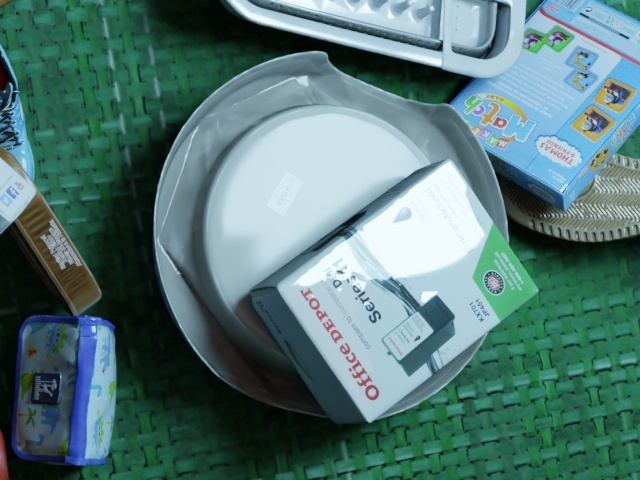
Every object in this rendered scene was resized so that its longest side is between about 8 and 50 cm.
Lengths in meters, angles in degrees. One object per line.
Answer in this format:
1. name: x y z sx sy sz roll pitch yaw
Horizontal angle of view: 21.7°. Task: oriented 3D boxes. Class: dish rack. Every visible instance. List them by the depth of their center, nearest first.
1. dish rack: 0.045 -0.310 1.622 0.332 0.072 0.286 10 76 -26

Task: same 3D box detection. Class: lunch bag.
1. lunch bag: -0.221 0.133 1.462 0.096 0.151 0.129 5 83 -19

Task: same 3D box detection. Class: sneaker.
1. sneaker: -0.297 -0.116 1.503 0.063 0.073 0.162 -19 94 -20
2. sneaker: 0.328 -0.046 1.715 0.282 0.153 0.099 -2 87 11

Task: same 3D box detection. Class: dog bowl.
1. dog bowl: 0.000 0.000 1.581 0.348 0.102 0.349 2 83 -19

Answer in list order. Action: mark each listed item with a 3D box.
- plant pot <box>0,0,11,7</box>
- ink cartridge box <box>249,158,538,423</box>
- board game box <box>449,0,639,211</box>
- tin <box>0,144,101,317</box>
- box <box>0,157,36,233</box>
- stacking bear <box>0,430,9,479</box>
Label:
1. plant pot: -0.351 -0.291 1.410 0.203 0.291 0.291 -44 100 -2
2. ink cartridge box: 0.065 0.048 1.499 0.208 0.087 0.153 -37 96 -18
3. board game box: 0.242 -0.147 1.669 0.160 0.039 0.211 33 70 28
4. tin: -0.252 -0.012 1.467 0.040 0.106 0.190 -39 129 -15
5. box: -0.424 -0.074 1.381 0.322 0.232 0.058 43 35 -9
6. stacking bear: -0.363 0.263 1.404 0.164 0.175 0.289 37 64 -20
